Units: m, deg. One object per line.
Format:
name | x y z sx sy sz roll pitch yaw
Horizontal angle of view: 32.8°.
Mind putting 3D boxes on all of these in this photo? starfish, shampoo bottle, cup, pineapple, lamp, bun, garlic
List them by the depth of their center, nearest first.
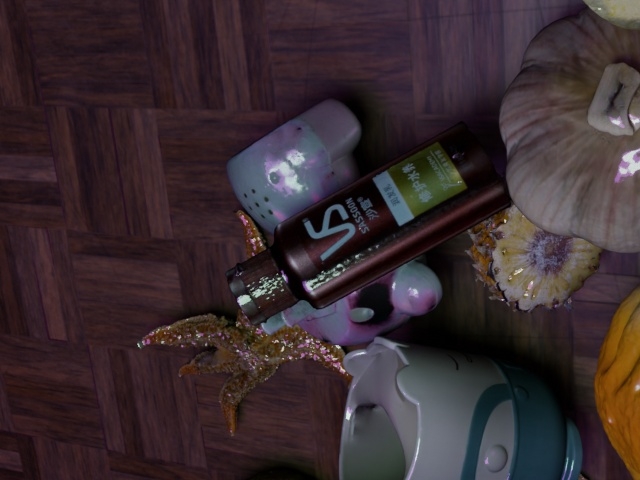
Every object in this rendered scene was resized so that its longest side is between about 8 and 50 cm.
garlic | 0.344 -0.129 1.147 0.322 0.322 0.241 23 152 17
bun | 0.397 0.184 1.212 0.165 0.299 0.298 -10 110 -11
shampoo bottle | 0.048 -0.012 1.234 0.323 0.084 0.129 -28 54 4
pineapple | 0.246 -0.009 1.329 0.162 0.137 0.175 -11 114 -15
lamp | 0.000 0.000 1.373 0.247 0.247 0.301 -24 99 52
cup | 0.151 0.243 1.385 0.258 0.290 0.219 11 89 -21
starfish | -0.136 0.148 1.599 0.293 0.084 0.301 -33 97 32

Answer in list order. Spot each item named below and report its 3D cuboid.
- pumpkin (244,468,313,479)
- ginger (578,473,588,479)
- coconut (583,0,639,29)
pumpkin | -0.062 0.458 1.655 0.219 0.162 0.218 -3 83 22
ginger | 0.370 0.352 1.451 0.137 0.044 0.057 10 132 25
coconut | 0.305 -0.341 1.034 0.239 0.244 0.239 -5 130 -6
